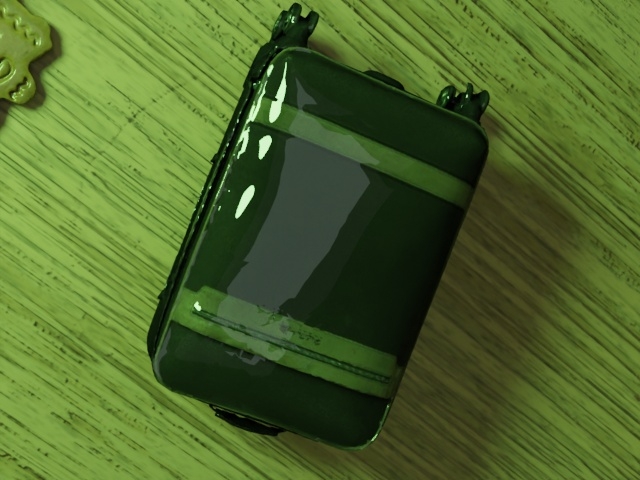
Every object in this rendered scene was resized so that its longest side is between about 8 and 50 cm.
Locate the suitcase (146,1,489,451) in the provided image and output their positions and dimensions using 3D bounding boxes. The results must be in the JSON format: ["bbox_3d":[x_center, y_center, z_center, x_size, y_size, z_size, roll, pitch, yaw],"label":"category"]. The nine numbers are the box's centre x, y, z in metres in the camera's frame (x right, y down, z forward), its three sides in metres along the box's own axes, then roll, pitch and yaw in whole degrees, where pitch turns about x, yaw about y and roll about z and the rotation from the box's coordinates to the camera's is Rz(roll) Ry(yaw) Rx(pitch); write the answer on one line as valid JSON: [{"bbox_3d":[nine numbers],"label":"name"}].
[{"bbox_3d":[0.000,0.000,1.085,0.283,0.194,0.434,22,92,-15],"label":"suitcase"}]

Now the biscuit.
[{"bbox_3d":[-0.365,-0.183,1.059,0.184,0.027,0.133,-38,105,-8],"label":"biscuit"}]
